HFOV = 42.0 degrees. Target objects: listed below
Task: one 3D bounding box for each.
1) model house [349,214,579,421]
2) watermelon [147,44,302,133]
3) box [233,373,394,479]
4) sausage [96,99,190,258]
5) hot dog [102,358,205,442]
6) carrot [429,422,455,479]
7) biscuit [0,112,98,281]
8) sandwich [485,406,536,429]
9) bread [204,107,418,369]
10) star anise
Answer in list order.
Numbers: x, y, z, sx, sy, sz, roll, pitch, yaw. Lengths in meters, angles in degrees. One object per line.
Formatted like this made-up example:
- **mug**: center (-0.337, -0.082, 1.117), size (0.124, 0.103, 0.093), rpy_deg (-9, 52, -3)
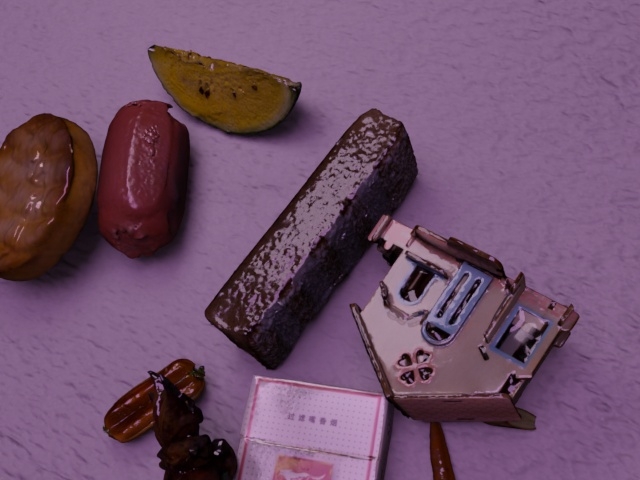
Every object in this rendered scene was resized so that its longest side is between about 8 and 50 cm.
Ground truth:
- **model house**: center (0.165, 0.132, 1.192), size (0.326, 0.169, 0.244), rpy_deg (30, 80, 29)
- **watermelon**: center (-0.157, -0.266, 1.452), size (0.301, 0.129, 0.123), rpy_deg (17, 71, 23)
- **box**: center (-0.023, 0.371, 1.198), size (0.210, 0.095, 0.330), rpy_deg (6, 69, 14)
- **sausage**: center (-0.298, -0.109, 1.412), size (0.152, 0.152, 0.279), rpy_deg (-2, 70, 11)
- **hot dog**: center (-0.257, 0.251, 1.314), size (0.188, 0.055, 0.072), rpy_deg (-33, 69, -2)
- **carrot**: center (0.176, 0.355, 1.191), size (0.048, 0.048, 0.216), rpy_deg (-7, 63, 9)
- **biscuit**: center (-0.486, -0.072, 1.428), size (0.296, 0.102, 0.296), rpy_deg (-17, 62, 35)
- **sandwich**: center (0.270, 0.255, 1.207), size (0.083, 0.044, 0.030), rpy_deg (4, 74, 16)
- **bread**: center (0.000, 0.000, 1.297), size (0.113, 0.165, 0.416), rpy_deg (33, 80, 23)
- **star anise**: center (-0.177, 0.295, 1.180), size (0.103, 0.272, 0.271), rpy_deg (-13, 64, -23)
